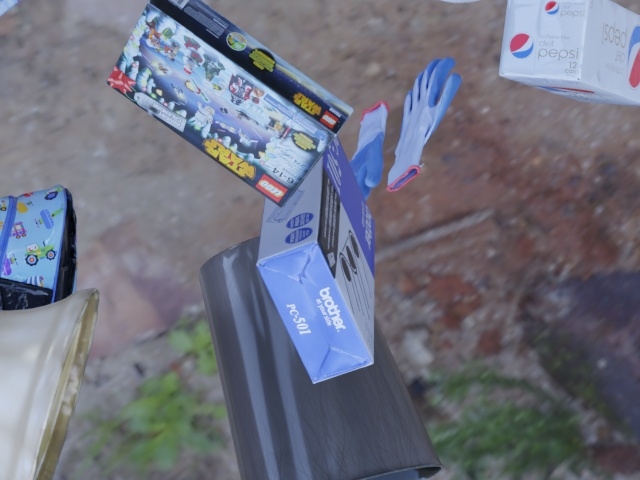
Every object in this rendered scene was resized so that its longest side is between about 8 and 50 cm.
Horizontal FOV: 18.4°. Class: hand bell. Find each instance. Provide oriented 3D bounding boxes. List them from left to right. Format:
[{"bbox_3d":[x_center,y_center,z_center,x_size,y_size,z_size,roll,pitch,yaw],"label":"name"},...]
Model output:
[{"bbox_3d":[-0.248,0.053,1.024,0.242,0.126,0.126,16,118,0],"label":"hand bell"}]

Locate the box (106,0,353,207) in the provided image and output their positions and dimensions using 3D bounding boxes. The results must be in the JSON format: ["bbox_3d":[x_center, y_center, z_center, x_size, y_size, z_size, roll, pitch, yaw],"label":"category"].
[{"bbox_3d":[-0.057,-0.088,1.199,0.137,0.027,0.094,35,145,-2],"label":"box"}]

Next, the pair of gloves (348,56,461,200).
[{"bbox_3d":[0.067,-0.098,1.936,0.023,0.159,0.198,32,141,-19],"label":"pair of gloves"}]

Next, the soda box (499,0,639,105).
[{"bbox_3d":[0.215,-0.155,1.608,0.069,0.216,0.074,6,91,24],"label":"soda box"}]

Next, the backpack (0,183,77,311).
[{"bbox_3d":[-0.237,0.043,1.439,0.117,0.173,0.158,10,159,-11],"label":"backpack"}]

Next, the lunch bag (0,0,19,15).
[{"bbox_3d":[-0.392,-0.308,2.088,0.243,0.303,0.115,39,168,46],"label":"lunch bag"}]

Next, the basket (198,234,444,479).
[{"bbox_3d":[-0.011,0.113,1.690,0.154,0.204,0.227,-27,74,32],"label":"basket"}]

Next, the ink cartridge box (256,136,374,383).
[{"bbox_3d":[0.000,0.000,1.340,0.046,0.207,0.097,-19,115,11],"label":"ink cartridge box"}]

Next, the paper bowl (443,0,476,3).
[{"bbox_3d":[0.118,-0.254,1.209,0.284,0.284,0.148,-37,78,34],"label":"paper bowl"}]
